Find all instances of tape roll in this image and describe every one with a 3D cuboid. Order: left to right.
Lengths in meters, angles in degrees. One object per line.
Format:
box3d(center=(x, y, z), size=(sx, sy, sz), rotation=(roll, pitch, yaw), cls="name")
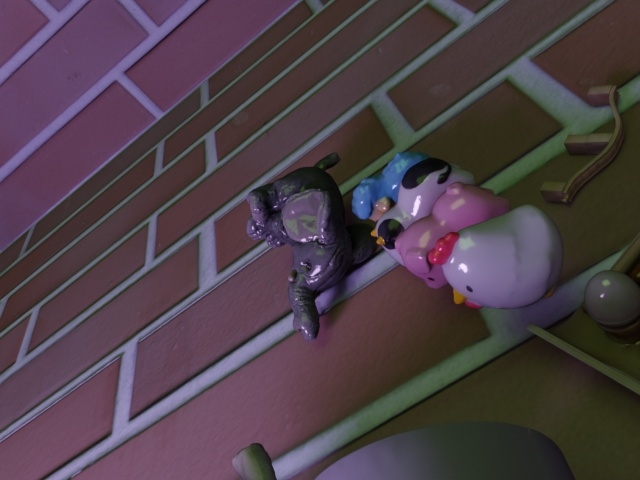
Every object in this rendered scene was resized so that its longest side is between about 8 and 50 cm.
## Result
box3d(center=(0.094, 0.231, 0.431), size=(0.219, 0.219, 0.072), rotation=(-32, 37, 18), cls="tape roll")

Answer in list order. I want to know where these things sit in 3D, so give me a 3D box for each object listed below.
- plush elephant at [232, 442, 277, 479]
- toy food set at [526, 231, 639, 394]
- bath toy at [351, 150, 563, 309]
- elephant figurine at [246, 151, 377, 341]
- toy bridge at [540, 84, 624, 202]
box3d(center=(-0.134, 0.321, 0.484), size=(0.255, 0.330, 0.271), rotation=(-74, -7, -77), cls="plush elephant")
box3d(center=(0.360, 0.016, 0.492), size=(0.306, 0.092, 0.220), rotation=(-49, 34, -5), cls="toy food set")
box3d(center=(0.140, -0.013, 0.680), size=(0.348, 0.129, 0.151), rotation=(-125, 39, -68), cls="bath toy")
box3d(center=(0.000, 0.000, 0.861), size=(0.170, 0.185, 0.239), rotation=(-11, 36, -29), cls="elephant figurine")
box3d(center=(0.343, -0.122, 0.713), size=(0.063, 0.026, 0.188), rotation=(9, 61, 49), cls="toy bridge")
